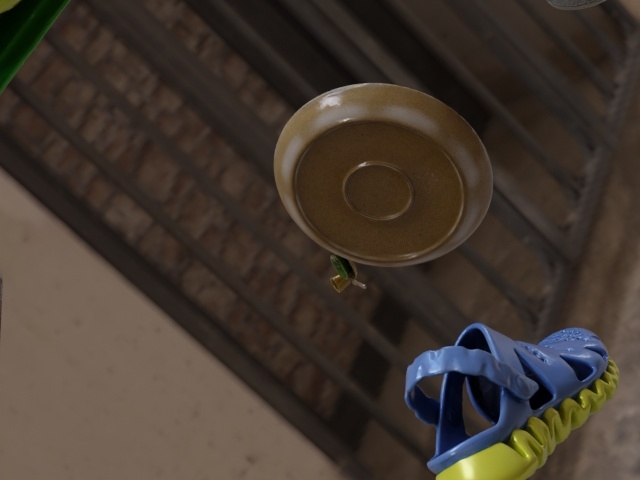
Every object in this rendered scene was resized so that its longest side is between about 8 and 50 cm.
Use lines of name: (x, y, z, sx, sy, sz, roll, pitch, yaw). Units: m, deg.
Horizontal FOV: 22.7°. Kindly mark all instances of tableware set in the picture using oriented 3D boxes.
tableware set: (0.000, 0.000, 2.054, 0.024, 0.154, 0.104, -33, 19, -15)

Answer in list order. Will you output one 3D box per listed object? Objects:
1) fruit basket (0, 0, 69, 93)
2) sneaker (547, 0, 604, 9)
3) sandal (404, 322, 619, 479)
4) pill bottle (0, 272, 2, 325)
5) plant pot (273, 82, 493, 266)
fruit basket: (-0.403, -0.304, 1.799, 0.392, 0.283, 0.392, -23, 40, 20)
sneaker: (0.359, -0.320, 1.790, 0.118, 0.083, 0.222, -9, -12, -46)
sandal: (0.176, 0.132, 1.481, 0.126, 0.138, 0.317, -34, -4, 30)
pill bottle: (-0.388, 0.069, 1.726, 0.086, 0.086, 0.152, -36, 42, 28)
plant pot: (0.064, -0.058, 1.689, 0.236, 0.236, 0.032, -35, 24, 31)
